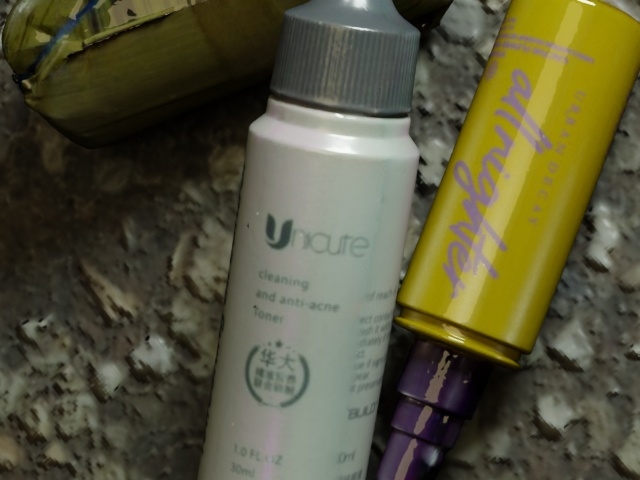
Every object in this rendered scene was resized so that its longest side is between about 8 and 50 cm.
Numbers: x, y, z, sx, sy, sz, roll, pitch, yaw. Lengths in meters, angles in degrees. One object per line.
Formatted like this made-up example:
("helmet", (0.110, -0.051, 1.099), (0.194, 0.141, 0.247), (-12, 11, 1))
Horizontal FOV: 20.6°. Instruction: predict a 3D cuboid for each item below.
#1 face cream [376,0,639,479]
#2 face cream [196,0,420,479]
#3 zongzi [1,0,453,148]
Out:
("face cream", (0.091, 0.004, 0.929), (0.078, 0.078, 0.273), (21, 87, 20))
("face cream", (0.000, 0.000, 0.906), (0.092, 0.092, 0.311), (14, 103, 19))
("zongzi", (-0.079, -0.220, 0.992), (0.260, 0.123, 0.289), (-20, 79, 11))
